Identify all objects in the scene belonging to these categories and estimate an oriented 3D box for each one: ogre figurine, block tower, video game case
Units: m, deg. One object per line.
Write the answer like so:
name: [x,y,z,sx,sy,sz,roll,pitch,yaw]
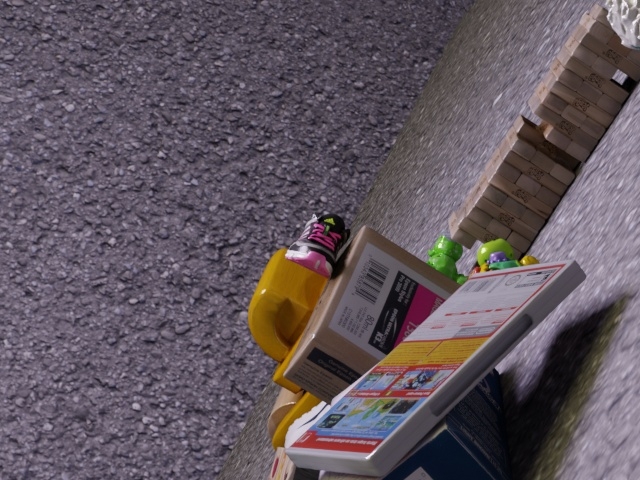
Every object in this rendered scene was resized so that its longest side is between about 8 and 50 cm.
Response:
ogre figurine: [0.154,0.068,2.136,0.197,0.097,0.118,-49,-11,-21]
block tower: [0.289,-0.128,1.957,0.335,0.097,0.091,-56,5,13]
video game case: [0.108,0.121,1.516,0.285,0.025,0.204,-41,11,-21]

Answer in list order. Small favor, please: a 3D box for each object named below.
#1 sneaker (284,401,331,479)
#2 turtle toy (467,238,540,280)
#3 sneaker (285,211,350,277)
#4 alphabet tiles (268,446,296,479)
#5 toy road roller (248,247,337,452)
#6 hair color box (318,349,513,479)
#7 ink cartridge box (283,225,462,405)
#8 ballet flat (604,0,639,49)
sneaker: [0.002,0.307,2.317,0.095,0.090,0.235,-80,16,-45]
turtle toy: [0.208,0.048,1.844,0.095,0.066,0.130,-56,6,36]
sneaker: [0.000,0.000,1.971,0.075,0.063,0.170,-64,-1,3]
alphabet tiles: [-0.094,0.465,2.268,0.285,0.011,0.343,145,142,-78]
toy road roller: [-0.018,0.161,2.432,0.329,0.240,0.202,-56,5,32]
hair color box: [0.095,0.209,1.582,0.174,0.105,0.347,-40,10,13]
ink cartridge box: [0.084,0.119,1.917,0.088,0.193,0.235,-55,6,40]
ballet flat: [0.454,-0.357,1.630,0.409,0.147,0.147,-61,4,22]
